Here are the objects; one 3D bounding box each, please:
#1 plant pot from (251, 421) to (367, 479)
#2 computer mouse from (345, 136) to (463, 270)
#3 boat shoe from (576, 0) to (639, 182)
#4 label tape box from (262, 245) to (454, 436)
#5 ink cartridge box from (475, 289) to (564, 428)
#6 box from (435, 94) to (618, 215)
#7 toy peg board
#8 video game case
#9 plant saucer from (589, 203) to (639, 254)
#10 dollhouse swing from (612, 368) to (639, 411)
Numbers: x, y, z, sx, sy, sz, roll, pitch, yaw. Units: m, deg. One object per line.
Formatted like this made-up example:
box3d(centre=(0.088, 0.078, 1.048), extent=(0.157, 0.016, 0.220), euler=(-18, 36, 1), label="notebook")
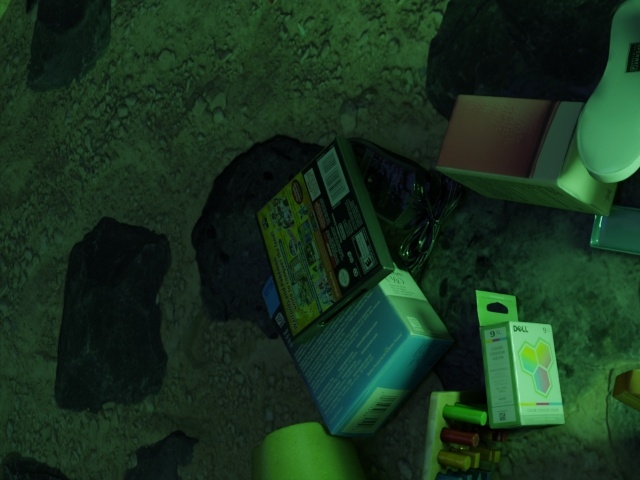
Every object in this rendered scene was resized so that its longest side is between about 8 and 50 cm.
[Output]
box3d(centre=(-0.013, 0.458, 1.803), extent=(0.276, 0.276, 0.254), euler=(-41, 46, 35), label="plant pot")
box3d(centre=(0.122, -0.084, 1.860), extent=(0.272, 0.072, 0.188), euler=(35, 108, 30), label="computer mouse")
box3d(centre=(0.426, -0.192, 1.454), extent=(0.113, 0.105, 0.306), euler=(-3, 55, 29), label="boat shoe")
box3d(centre=(0.051, 0.132, 1.867), extent=(0.249, 0.115, 0.348), euler=(-55, 44, 26), label="label tape box")
box3d(centre=(0.299, 0.176, 1.599), extent=(0.062, 0.109, 0.209), euler=(-18, 71, 43), label="ink cartridge box")
box3d(centre=(0.314, -0.130, 1.588), extent=(0.232, 0.148, 0.127), euler=(12, 82, 46), label="box")
box3d(centre=(0.231, 0.314, 1.622), extent=(0.079, 0.161, 0.161), euler=(5, 88, 35), label="toy peg board")
box3d(centre=(0.000, 0.000, 1.845), extent=(0.248, 0.035, 0.275), euler=(-41, 53, 35), label="video game case")
box3d(centre=(0.472, -0.009, 1.510), extent=(0.192, 0.018, 0.067), euler=(12, 93, 48), label="plant saucer")
box3d(centre=(0.516, 0.315, 1.210), extent=(0.347, 0.305, 0.315), euler=(1, 85, 46), label="dollhouse swing")
